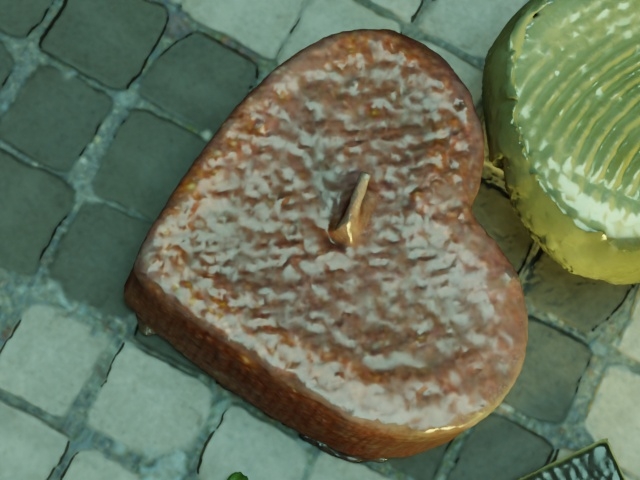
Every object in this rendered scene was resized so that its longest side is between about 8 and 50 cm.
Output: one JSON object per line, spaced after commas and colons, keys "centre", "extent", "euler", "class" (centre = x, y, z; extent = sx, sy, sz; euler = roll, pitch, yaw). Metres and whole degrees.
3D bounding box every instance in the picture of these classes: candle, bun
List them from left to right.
{"centre": [0.000, 0.000, 1.358], "extent": [0.287, 0.131, 0.316], "euler": [-6, 73, -12], "class": "candle"}
{"centre": [0.240, -0.088, 1.426], "extent": [0.259, 0.152, 0.259], "euler": [2, 71, -7], "class": "bun"}

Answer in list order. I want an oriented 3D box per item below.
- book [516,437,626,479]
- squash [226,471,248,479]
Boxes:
{"centre": [0.105, 0.332, 1.331], "extent": [0.374, 0.028, 0.262], "euler": [-22, 81, -19], "class": "book"}
{"centre": [-0.064, 0.209, 1.331], "extent": [0.027, 0.027, 0.089], "euler": [5, 70, -12], "class": "squash"}
